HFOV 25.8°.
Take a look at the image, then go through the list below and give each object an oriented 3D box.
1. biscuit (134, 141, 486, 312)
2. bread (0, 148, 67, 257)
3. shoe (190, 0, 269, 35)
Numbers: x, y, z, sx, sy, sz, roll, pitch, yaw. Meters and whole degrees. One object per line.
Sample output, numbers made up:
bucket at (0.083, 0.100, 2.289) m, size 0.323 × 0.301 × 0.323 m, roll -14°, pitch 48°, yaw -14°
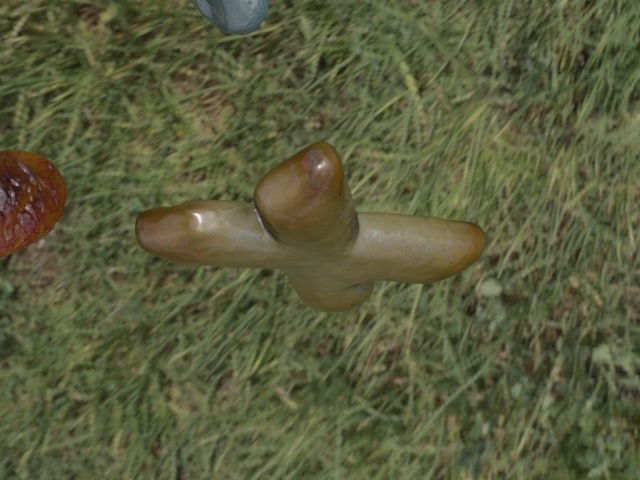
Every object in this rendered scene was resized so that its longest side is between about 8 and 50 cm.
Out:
biscuit at (-0.001, 0.001, 0.957) m, size 0.164 × 0.208 × 0.047 m, roll -22°, pitch 64°, yaw 32°
bread at (-0.442, -0.044, 1.803) m, size 0.095 × 0.269 × 0.139 m, roll -34°, pitch 77°, yaw 44°
shoe at (-0.143, -0.301, 1.547) m, size 0.195 × 0.078 × 0.079 m, roll 49°, pitch 120°, yaw 20°
